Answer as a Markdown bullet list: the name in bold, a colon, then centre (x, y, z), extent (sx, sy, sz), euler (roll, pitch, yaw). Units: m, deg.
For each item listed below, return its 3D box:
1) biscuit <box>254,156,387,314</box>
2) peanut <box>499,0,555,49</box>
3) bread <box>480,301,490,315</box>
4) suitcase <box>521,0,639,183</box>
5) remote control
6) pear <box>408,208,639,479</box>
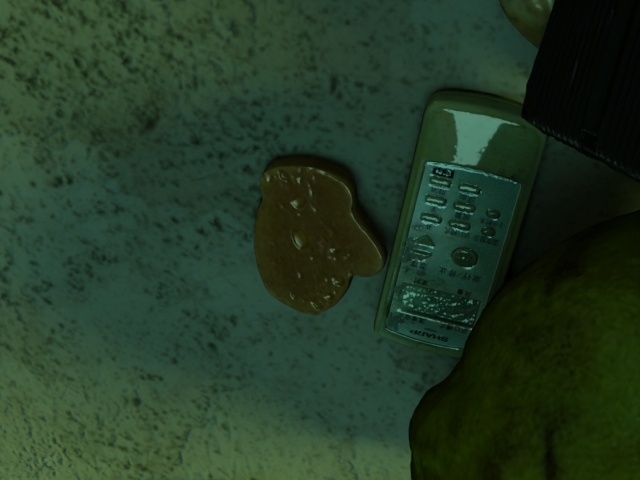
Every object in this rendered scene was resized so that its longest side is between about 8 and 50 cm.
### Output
- **biscuit**: centre (0.000, -0.001, 1.005), extent (0.118, 0.023, 0.140), euler (18, 120, 12)
- **peanut**: centre (0.215, -0.146, 0.841), extent (0.214, 0.099, 0.099), euler (29, 121, -10)
- **bread**: centre (0.175, 0.129, 0.988), extent (0.161, 0.088, 0.233), euler (4, 111, -23)
- **suitcase**: centre (0.254, -0.185, 0.672), extent (0.152, 0.229, 0.335), euler (13, 104, -18)
- **remote control**: centre (0.111, -0.008, 0.975), extent (0.098, 0.038, 0.233), euler (14, 122, 4)
- **pear**: centre (0.270, 0.147, 0.774), extent (0.414, 0.352, 0.351), euler (10, 123, 31)
